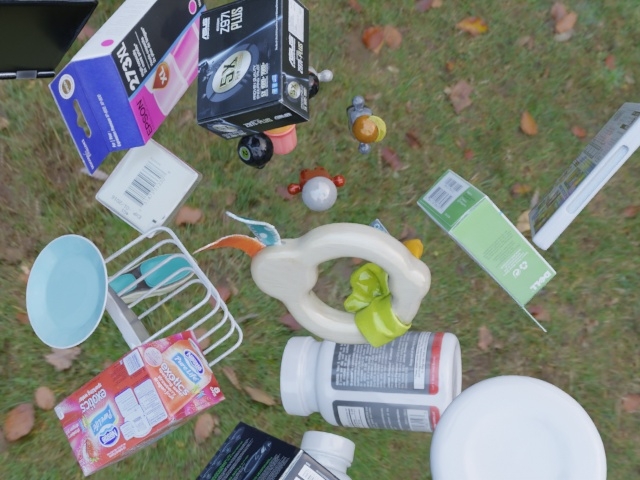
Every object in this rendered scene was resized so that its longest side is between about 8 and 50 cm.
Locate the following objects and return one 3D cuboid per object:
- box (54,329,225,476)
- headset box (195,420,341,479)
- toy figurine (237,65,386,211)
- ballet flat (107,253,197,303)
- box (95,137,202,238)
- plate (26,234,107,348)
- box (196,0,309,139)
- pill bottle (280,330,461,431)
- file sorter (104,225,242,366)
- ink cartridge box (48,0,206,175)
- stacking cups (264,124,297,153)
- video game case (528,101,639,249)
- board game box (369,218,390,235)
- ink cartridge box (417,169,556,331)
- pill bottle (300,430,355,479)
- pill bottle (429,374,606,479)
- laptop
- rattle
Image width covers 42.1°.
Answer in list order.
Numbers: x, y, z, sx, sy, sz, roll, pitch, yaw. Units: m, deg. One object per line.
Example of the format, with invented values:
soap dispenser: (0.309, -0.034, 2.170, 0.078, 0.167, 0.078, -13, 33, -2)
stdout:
box: (-0.291, 0.260, 1.325, 0.123, 0.257, 0.128, -12, 71, -54)
headset box: (-0.018, 0.362, 1.045, 0.246, 0.283, 0.131, 42, 73, -14)
toy figurine: (-0.019, -0.179, 1.404, 0.213, 0.148, 0.209, 37, 102, -16)
ballet flat: (-0.386, 0.094, 1.795, 0.248, 0.086, 0.086, -16, 85, -13)
box: (-0.318, -0.103, 1.575, 0.127, 0.232, 0.148, 37, 89, -7)
plate: (-0.412, 0.084, 1.367, 0.188, 0.024, 0.188, -5, 80, 29)
box: (-0.097, -0.253, 1.199, 0.147, 0.077, 0.180, -8, 74, 29)
pill bottle: (0.110, 0.296, 1.780, 0.363, 0.210, 0.210, 1, 81, 16)
file sorter: (-0.276, 0.126, 1.527, 0.173, 0.277, 0.193, -36, 66, -9)
ink cartridge box: (-0.287, -0.285, 1.340, 0.069, 0.175, 0.371, 10, 49, 21)
stacking cups: (-0.103, -0.295, 1.601, 0.096, 0.316, 0.096, -2, 53, 3)
video game case: (0.501, -0.129, 1.554, 0.036, 0.329, 0.300, 39, 106, 3)
board game box: (0.178, 0.041, 1.885, 0.026, 0.126, 0.186, -36, 78, -1)
ink cartridge box: (0.222, 0.012, 1.037, 0.062, 0.109, 0.209, -45, 116, 5)
pill bottle: (-0.008, 0.483, 1.558, 0.131, 0.131, 0.229, 18, 65, -8)
pill bottle: (0.283, 0.346, 1.257, 0.229, 0.407, 0.229, -3, 71, 8)
laptop: (-0.554, -0.336, 1.114, 0.382, 0.236, 0.408, -9, 51, -31)
rattle: (0.000, 0.000, 0.753, 0.200, 0.130, 0.142, 20, 53, -3)
